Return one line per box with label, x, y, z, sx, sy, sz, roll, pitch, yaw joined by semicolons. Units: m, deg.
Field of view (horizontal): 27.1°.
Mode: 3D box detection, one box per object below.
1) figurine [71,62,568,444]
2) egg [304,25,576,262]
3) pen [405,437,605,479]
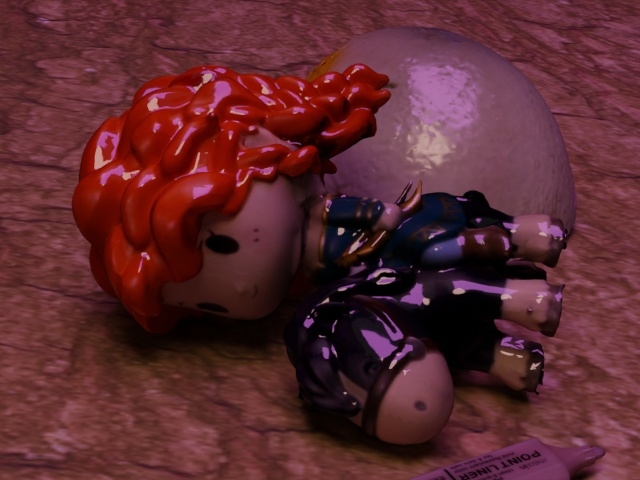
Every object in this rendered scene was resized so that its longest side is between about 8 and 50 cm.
figurine;0.005;0.009;1.105;0.412;0.241;0.306;35;62;18
egg;0.117;-0.116;1.377;0.337;0.201;0.337;4;28;-2
pen;0.127;0.176;0.961;0.197;0.032;0.053;-11;30;-27
